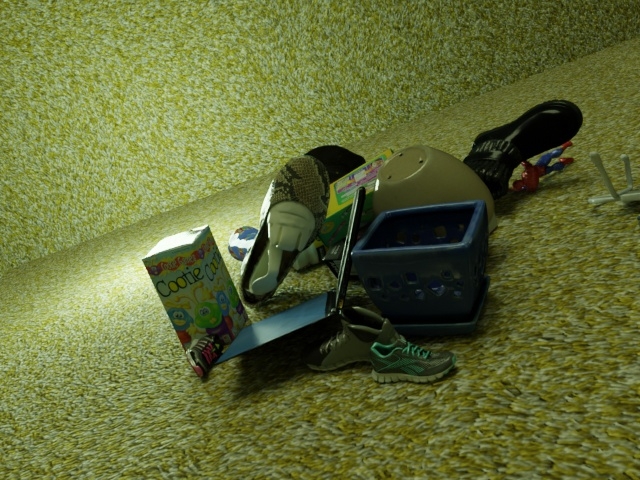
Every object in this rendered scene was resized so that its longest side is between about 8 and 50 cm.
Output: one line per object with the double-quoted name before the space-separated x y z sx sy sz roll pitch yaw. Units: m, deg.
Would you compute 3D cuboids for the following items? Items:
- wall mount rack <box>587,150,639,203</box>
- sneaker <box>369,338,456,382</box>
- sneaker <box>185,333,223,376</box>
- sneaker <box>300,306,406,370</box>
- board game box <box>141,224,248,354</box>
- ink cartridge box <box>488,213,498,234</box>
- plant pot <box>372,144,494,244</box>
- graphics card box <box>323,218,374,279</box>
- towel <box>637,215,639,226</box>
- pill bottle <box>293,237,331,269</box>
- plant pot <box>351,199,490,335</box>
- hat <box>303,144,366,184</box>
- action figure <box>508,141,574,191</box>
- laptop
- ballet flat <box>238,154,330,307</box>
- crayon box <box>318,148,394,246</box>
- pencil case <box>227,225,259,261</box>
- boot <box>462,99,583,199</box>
"wall mount rack" 0.758 -0.157 1.429 0.350 0.130 0.304 -7 4 37
"sneaker" 0.159 0.212 1.159 0.167 0.076 0.065 -12 20 26
"sneaker" -0.267 0.263 1.514 0.075 0.063 0.170 -27 12 1
"sneaker" 0.045 0.182 1.262 0.229 0.132 0.086 -12 38 25
"board game box" -0.311 0.124 1.629 0.142 0.275 0.144 -16 18 14
"ink cartridge box" 0.374 -0.037 1.700 0.151 0.063 0.109 -3 25 43
"plant pot" 0.232 -0.107 1.484 0.284 0.191 0.284 -24 34 18
"graphics card box" 0.209 -0.010 1.652 0.371 0.094 0.232 -5 43 44
"towel" 0.752 -0.057 1.384 0.120 0.029 0.067 -23 16 -11
"pill bottle" 0.000 0.000 1.920 0.209 0.119 0.119 -27 18 -17
"plant pot" 0.219 0.063 1.295 0.236 0.212 0.236 -5 22 25
"hat" 0.033 -0.199 2.386 0.332 0.331 0.133 -20 58 1
"action figure" 0.627 -0.216 1.915 0.139 0.091 0.280 8 31 46
"laptop" -0.054 0.063 1.449 0.237 0.407 0.382 11 4 1
"ballet flat" -0.101 0.011 1.639 0.182 0.164 0.482 -78 13 -48
"crayon box" 0.104 -0.117 1.734 0.279 0.081 0.165 -30 30 13
"pencil case" -0.193 0.026 2.063 0.133 0.119 0.306 -21 16 -24
"boot" 0.535 -0.237 1.766 0.348 0.131 0.260 -24 18 42
